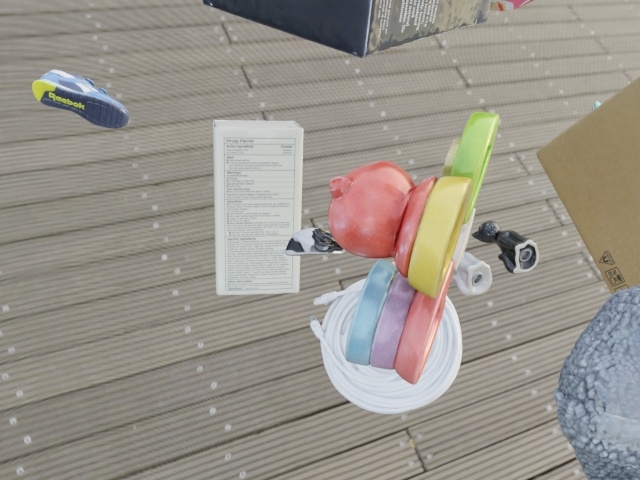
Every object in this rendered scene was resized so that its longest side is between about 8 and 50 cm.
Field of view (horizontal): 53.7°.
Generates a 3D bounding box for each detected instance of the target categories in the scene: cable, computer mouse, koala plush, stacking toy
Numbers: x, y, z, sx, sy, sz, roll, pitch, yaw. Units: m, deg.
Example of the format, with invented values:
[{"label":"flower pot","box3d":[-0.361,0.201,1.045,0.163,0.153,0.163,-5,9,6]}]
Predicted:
[{"label":"cable","box3d":[0.127,0.184,1.138,0.256,0.089,0.257,-24,61,9]},{"label":"computer mouse","box3d":[0.000,0.000,0.947,0.105,0.193,0.042,-1,88,-27]},{"label":"koala plush","box3d":[0.263,0.093,0.423,0.203,0.197,0.221,7,7,19]},{"label":"stacking toy","box3d":[0.100,-0.008,0.743,0.130,0.309,0.280,17,49,15]}]

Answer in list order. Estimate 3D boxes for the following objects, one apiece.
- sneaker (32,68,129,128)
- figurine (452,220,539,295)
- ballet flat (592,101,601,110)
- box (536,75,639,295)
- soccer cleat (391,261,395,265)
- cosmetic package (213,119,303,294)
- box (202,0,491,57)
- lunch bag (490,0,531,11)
[{"label":"sneaker","box3d":[-0.359,-0.221,0.968,0.144,0.053,0.059,23,41,-13]},{"label":"figurine","box3d":[0.403,0.031,1.600,0.214,0.093,0.209,-24,27,-7]},{"label":"ballet flat","box3d":[0.658,-0.268,1.470,0.041,0.041,0.114,-22,76,-29]},{"label":"box","box3d":[0.300,-0.034,0.571,0.021,0.164,0.201,-17,76,-29]},{"label":"soccer cleat","box3d":[0.196,0.167,1.417,0.095,0.083,0.248,-5,77,-44]},{"label":"cosmetic package","box3d":[-0.119,-0.062,1.172,0.160,0.310,0.113,0,17,-10]},{"label":"box","box3d":[0.044,-0.391,0.844,0.296,0.183,0.294,29,39,31]},{"label":"lunch bag","box3d":[0.314,-0.543,1.049,0.120,0.258,0.293,12,57,-61]}]
